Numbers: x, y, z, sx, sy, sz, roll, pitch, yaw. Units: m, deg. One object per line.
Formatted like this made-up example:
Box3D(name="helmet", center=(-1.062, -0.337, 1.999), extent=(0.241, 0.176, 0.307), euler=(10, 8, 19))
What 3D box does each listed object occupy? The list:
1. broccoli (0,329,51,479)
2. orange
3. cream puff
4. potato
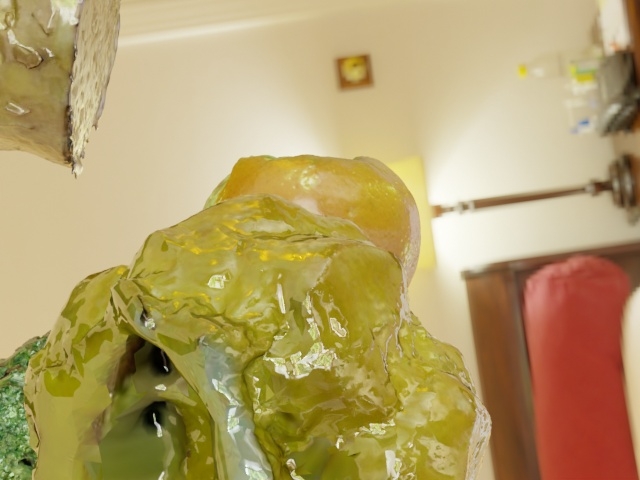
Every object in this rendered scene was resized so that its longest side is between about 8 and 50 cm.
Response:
Box3D(name="broccoli", center=(-0.248, 0.223, 1.355), extent=(0.270, 0.270, 0.270), euler=(11, -103, -59))
Box3D(name="orange", center=(0.005, 0.002, 1.239), extent=(0.158, 0.237, 0.179), euler=(35, 110, 48))
Box3D(name="cream puff", center=(-0.046, 0.120, 0.652), extent=(0.185, 0.282, 0.282), euler=(-51, -46, -73))
Box3D(name="potato", center=(-0.340, -0.217, 1.264), extent=(0.301, 0.237, 0.288), euler=(-86, 7, -53))
